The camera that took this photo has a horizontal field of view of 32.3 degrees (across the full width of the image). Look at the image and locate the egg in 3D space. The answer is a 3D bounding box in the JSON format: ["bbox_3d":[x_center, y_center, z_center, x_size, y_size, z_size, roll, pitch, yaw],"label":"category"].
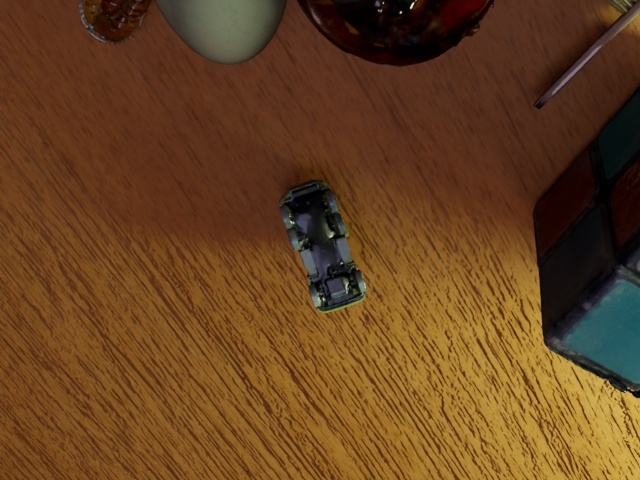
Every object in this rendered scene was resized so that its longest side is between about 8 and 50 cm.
[{"bbox_3d":[-0.125,-0.338,1.361,0.182,0.183,0.264,-1,130,8],"label":"egg"}]

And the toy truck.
[{"bbox_3d":[0.000,0.000,1.620,0.085,0.116,0.191,-20,107,2],"label":"toy truck"}]

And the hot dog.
[{"bbox_3d":[-0.263,-0.344,1.454,0.099,0.053,0.192,25,122,-6],"label":"hot dog"}]

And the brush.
[{"bbox_3d":[0.370,-0.290,1.411,0.067,0.072,0.313,46,123,5],"label":"brush"}]

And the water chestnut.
[{"bbox_3d":[0.094,-0.339,1.270,0.299,0.300,0.300,4,125,5],"label":"water chestnut"}]

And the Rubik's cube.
[{"bbox_3d":[0.493,0.010,1.441,0.316,0.313,0.318,29,124,-12],"label":"Rubik's cube"}]
